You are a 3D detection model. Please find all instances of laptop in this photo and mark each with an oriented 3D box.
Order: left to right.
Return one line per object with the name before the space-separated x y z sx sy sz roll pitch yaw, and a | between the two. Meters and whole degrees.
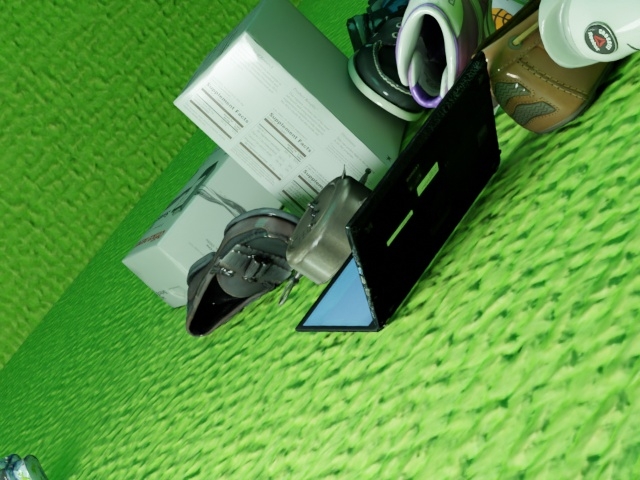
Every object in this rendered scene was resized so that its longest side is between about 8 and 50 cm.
laptop | 0.065 -0.040 1.359 0.234 0.136 0.264 -53 -30 -23

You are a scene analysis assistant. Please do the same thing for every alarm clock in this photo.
alarm clock | 0.000 0.000 1.623 0.192 0.064 0.129 -57 11 14

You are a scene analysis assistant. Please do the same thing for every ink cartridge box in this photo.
ink cartridge box | -0.162 -0.045 2.171 0.289 0.121 0.211 -53 13 -22

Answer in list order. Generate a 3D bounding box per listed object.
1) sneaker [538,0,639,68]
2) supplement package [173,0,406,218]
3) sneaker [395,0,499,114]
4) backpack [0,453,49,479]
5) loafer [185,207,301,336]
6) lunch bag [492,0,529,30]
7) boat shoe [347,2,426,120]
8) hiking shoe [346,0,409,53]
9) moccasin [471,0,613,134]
sneaker | 0.352 -0.278 1.269 0.146 0.122 0.330 5 50 51
supplement package | -0.031 -0.174 1.813 0.145 0.262 0.204 -41 14 25
sneaker | 0.128 -0.178 1.443 0.282 0.102 0.161 72 -147 -53
backpack | -0.412 0.344 1.861 0.084 0.105 0.114 -25 11 -4
loafer | -0.102 0.050 1.785 0.302 0.109 0.095 -38 33 58
lunch bag | 0.212 -0.484 1.690 0.328 0.385 0.239 -55 15 -30
boat shoe | 0.129 -0.263 1.879 0.113 0.127 0.340 -54 -1 23
hiking shoe | 0.141 -0.350 2.228 0.132 0.113 0.304 -9 20 18
moccasin | 0.274 -0.281 1.402 0.380 0.147 0.139 -52 13 -21
